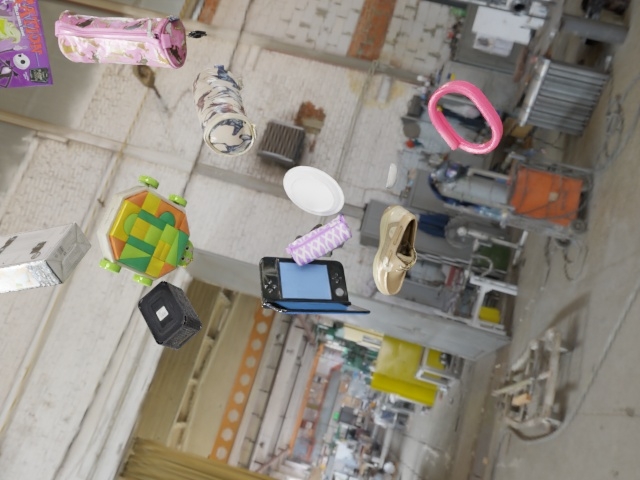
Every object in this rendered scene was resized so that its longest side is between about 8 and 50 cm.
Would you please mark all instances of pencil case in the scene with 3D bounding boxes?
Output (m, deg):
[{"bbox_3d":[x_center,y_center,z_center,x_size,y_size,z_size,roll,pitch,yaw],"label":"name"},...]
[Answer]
[{"bbox_3d":[-0.321,-0.436,1.906,0.410,0.183,0.160,-113,-1,-48],"label":"pencil case"},{"bbox_3d":[0.000,0.000,1.757,0.206,0.086,0.088,-32,-24,2],"label":"pencil case"},{"bbox_3d":[-0.605,-0.613,1.743,0.167,0.385,0.160,81,-159,-52],"label":"pencil case"}]

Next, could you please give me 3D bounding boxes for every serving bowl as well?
[{"bbox_3d":[0.231,-0.205,1.821,0.083,0.027,0.084,10,-90,-86],"label":"serving bowl"}]

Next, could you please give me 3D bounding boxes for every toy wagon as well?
[{"bbox_3d":[-0.455,-0.008,1.589,0.344,0.068,0.268,37,-111,-53],"label":"toy wagon"}]

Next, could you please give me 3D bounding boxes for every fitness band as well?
[{"bbox_3d":[0.505,-0.422,1.987,0.209,0.291,0.054,-22,26,49],"label":"fitness band"}]

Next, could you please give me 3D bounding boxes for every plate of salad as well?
[{"bbox_3d":[-0.018,-0.154,1.740,0.200,0.199,0.048,97,-164,-51],"label":"plate of salad"}]

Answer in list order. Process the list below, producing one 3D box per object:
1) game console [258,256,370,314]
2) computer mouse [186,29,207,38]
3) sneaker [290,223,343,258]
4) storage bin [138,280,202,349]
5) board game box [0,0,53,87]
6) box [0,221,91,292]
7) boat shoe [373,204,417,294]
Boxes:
[{"bbox_3d":[-0.022,0.137,1.748,0.173,0.292,0.250,127,141,-53],"label":"game console"},{"bbox_3d":[-0.482,-0.678,1.927,0.242,0.071,0.041,-24,-71,-39],"label":"computer mouse"},{"bbox_3d":[-0.020,0.033,2.173,0.300,0.121,0.111,-25,47,57],"label":"sneaker"},{"bbox_3d":[-0.460,0.228,1.741,0.122,0.180,0.084,-41,-31,4],"label":"storage bin"},{"bbox_3d":[-0.746,-0.518,1.288,0.056,0.208,0.347,48,144,45],"label":"board game box"},{"bbox_3d":[-0.802,0.051,1.564,0.169,0.289,0.087,-77,-27,-51],"label":"box"},{"bbox_3d":[0.256,0.053,1.900,0.121,0.110,0.341,-24,-51,-31],"label":"boat shoe"}]
